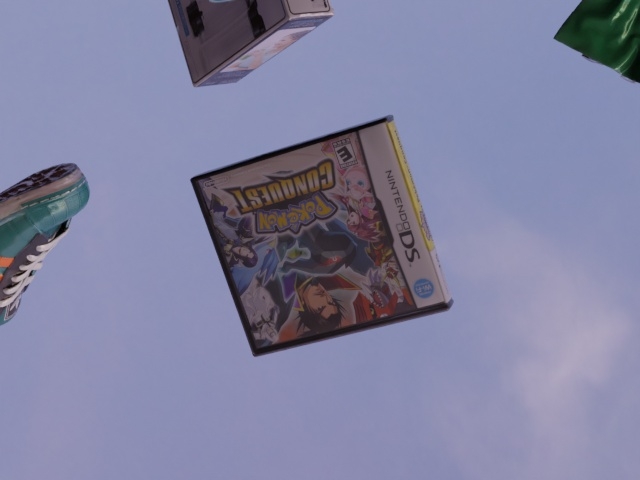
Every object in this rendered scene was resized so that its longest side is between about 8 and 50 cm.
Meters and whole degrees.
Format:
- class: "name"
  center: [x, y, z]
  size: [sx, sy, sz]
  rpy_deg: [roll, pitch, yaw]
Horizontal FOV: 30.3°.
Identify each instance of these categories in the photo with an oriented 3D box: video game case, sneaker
- class: "video game case"
  center: [0.000, 0.000, 1.478]
  size: [0.274, 0.248, 0.035]
  rpy_deg: [-15, -170, 21]
- class: "sneaker"
  center: [-0.339, 0.019, 1.267]
  size: [0.302, 0.121, 0.108]
  rpy_deg: [-26, -166, 32]

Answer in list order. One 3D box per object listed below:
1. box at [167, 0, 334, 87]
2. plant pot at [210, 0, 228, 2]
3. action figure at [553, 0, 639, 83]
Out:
- class: "box"
  center: [-0.114, -0.364, 1.812]
  size: [0.087, 0.169, 0.290]
  rpy_deg: [-13, 175, -38]
- class: "plant pot"
  center: [-0.052, -0.467, 1.497]
  size: [0.271, 0.255, 0.271]
  rpy_deg: [-18, -174, 2]
- class: "action figure"
  center: [0.353, -0.277, 1.207]
  size: [0.232, 0.137, 0.063]
  rpy_deg: [-62, -174, 9]
